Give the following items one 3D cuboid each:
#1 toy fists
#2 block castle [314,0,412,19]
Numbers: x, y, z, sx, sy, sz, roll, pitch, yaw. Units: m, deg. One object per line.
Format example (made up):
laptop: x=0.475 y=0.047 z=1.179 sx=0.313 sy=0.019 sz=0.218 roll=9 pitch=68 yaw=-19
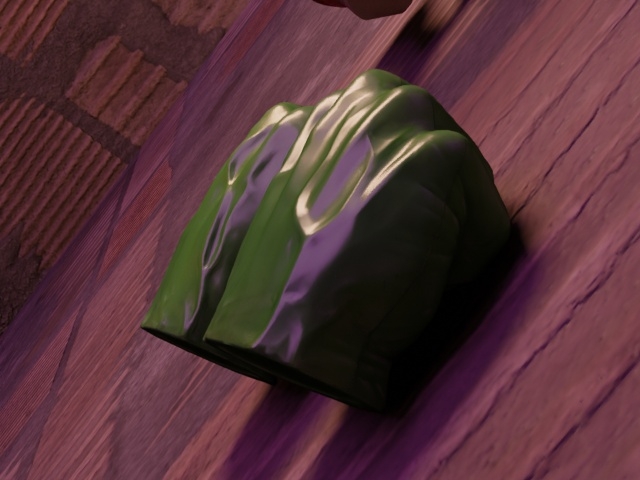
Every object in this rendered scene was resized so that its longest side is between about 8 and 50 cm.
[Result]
toy fists: x=0.000 y=0.000 z=0.656 sx=0.142 sy=0.096 sz=0.279 roll=-66 pitch=15 yaw=-9
block castle: x=0.060 y=-0.410 z=0.975 sx=0.453 sy=0.303 sz=0.213 roll=-51 pitch=23 yaw=9
